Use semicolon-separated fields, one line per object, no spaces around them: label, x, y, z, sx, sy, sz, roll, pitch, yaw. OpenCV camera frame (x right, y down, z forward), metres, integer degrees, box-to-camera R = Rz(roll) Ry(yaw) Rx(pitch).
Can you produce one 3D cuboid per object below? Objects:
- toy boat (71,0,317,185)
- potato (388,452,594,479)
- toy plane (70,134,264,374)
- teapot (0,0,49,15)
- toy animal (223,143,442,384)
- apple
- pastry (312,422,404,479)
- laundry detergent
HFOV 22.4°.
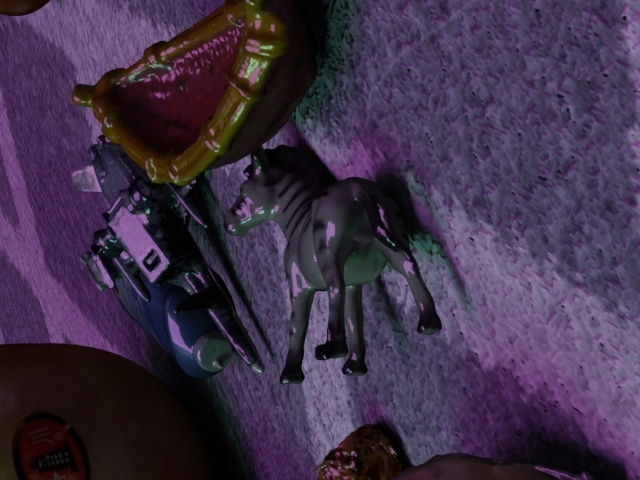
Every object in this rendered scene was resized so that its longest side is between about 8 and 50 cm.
toy boat;-0.076;-0.109;1.104;0.318;0.099;0.141;-13;61;62
potato;0.041;0.258;0.873;0.189;0.264;0.211;23;142;19
toy plane;-0.131;0.011;1.393;0.192;0.088;0.262;-50;58;34
teapot;-0.328;-0.276;1.616;0.173;0.116;0.116;43;147;53
toy animal;0.005;0.000;1.062;0.217;0.073;0.176;148;116;-66
apple;-0.290;0.285;1.650;0.346;0.391;0.392;-100;4;-56
pastry;0.046;0.219;1.164;0.169;0.063;0.087;66;157;14
laundry detergent;-0.134;0.067;1.496;0.206;0.061;0.097;38;138;56
